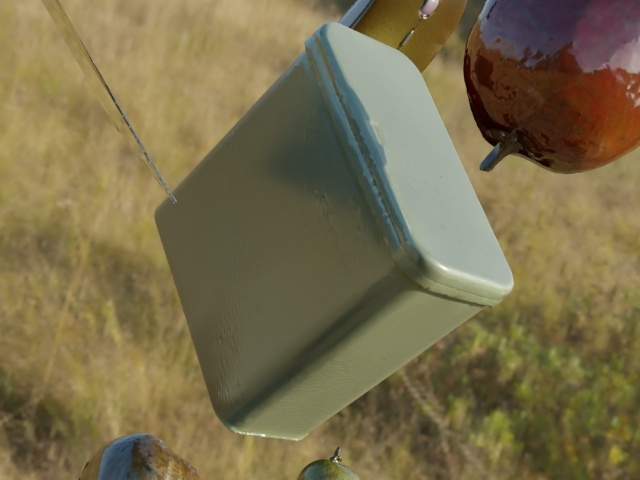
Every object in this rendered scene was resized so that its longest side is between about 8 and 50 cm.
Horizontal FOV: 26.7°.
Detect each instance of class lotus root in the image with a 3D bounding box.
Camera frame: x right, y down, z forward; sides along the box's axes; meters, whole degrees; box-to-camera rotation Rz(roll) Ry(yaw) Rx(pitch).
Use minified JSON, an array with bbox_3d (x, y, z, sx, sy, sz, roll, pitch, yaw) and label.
[{"bbox_3d":[-0.176,0.246,1.287,0.122,0.112,0.081,43,21,-33],"label":"lotus root"}]

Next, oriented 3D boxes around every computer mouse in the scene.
[{"bbox_3d":[0.074,-0.264,1.852,0.158,0.310,0.072,23,28,-46],"label":"computer mouse"}]

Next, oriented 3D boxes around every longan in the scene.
[{"bbox_3d":[0.009,0.251,1.380,0.075,0.083,0.075,8,-20,3],"label":"longan"}]

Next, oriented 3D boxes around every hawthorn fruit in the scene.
[{"bbox_3d":[0.236,-0.158,1.293,0.215,0.249,0.215,34,-15,10],"label":"hawthorn fruit"}]

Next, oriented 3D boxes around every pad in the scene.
[{"bbox_3d":[-0.234,-0.178,1.333,0.247,0.007,0.367,61,-7,-21],"label":"pad"}]

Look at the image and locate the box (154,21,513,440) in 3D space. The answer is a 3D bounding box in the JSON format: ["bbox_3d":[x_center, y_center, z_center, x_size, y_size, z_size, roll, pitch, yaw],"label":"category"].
[{"bbox_3d":[0.000,0.000,1.541,0.177,0.344,0.352,14,44,-43],"label":"box"}]
